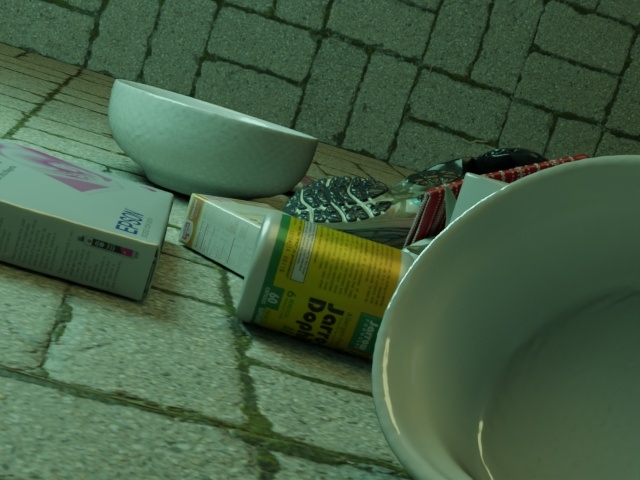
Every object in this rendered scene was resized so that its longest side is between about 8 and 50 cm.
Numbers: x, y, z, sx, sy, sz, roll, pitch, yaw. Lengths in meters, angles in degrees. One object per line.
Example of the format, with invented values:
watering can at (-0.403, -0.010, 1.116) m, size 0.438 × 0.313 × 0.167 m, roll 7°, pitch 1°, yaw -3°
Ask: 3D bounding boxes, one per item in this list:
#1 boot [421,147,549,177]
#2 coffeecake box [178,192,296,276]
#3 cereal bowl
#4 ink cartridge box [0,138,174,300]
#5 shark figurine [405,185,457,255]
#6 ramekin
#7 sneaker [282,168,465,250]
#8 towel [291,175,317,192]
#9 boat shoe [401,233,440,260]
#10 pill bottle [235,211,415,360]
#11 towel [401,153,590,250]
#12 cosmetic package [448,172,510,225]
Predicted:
boot at (0.397, -0.079, 1.810) m, size 0.445 × 0.367 × 0.146 m, roll 30°, pitch 39°, yaw -62°
coffeecake box at (-0.059, 0.008, 1.340) m, size 0.185 × 0.068 × 0.142 m, roll 26°, pitch 12°, yaw 38°
cereal bowl at (-0.179, -0.144, 1.732) m, size 0.339 × 0.141 × 0.339 m, roll 16°, pitch 7°, yaw -2°
ink cartridge box at (-0.326, -0.047, 1.164) m, size 0.330 × 0.071 × 0.324 m, roll 18°, pitch 10°, yaw -9°
shark figurine at (0.161, 0.036, 1.288) m, size 0.166 × 0.116 × 0.278 m, roll 24°, pitch 31°, yaw 12°
ramekin at (0.187, 0.089, 0.733) m, size 0.277 × 0.277 × 0.135 m, roll 30°, pitch -16°, yaw 50°
sneaker at (0.086, -0.019, 1.574) m, size 0.283 × 0.122 × 0.110 m, roll -3°, pitch 37°, yaw -5°
towel at (-0.180, -0.147, 2.099) m, size 0.329 × 0.037 × 0.237 m, roll 8°, pitch 16°, yaw -38°
boat shoe at (0.234, 0.053, 1.494) m, size 0.277 × 0.098 × 0.096 m, roll 0°, pitch 34°, yaw -14°
pill bottle at (0.028, 0.054, 1.098) m, size 0.208 × 0.117 × 0.117 m, roll 17°, pitch 10°, yaw -5°
towel at (0.246, -0.030, 1.550) m, size 0.275 × 0.199 × 0.031 m, roll -13°, pitch 55°, yaw -24°
cosmetic package at (0.214, 0.077, 0.985) m, size 0.224 × 0.224 × 0.138 m, roll 12°, pitch 12°, yaw -37°
